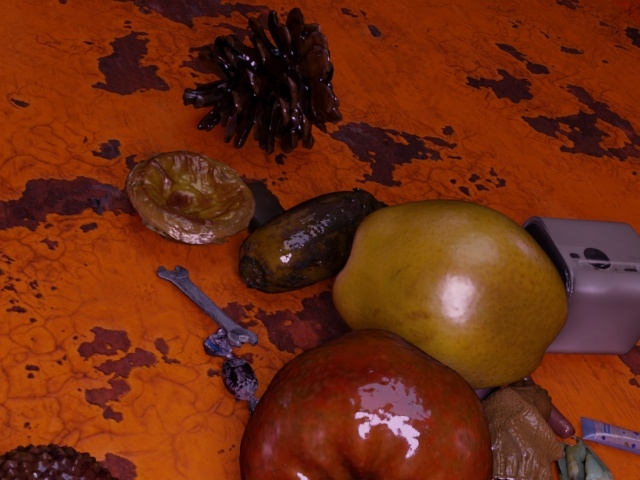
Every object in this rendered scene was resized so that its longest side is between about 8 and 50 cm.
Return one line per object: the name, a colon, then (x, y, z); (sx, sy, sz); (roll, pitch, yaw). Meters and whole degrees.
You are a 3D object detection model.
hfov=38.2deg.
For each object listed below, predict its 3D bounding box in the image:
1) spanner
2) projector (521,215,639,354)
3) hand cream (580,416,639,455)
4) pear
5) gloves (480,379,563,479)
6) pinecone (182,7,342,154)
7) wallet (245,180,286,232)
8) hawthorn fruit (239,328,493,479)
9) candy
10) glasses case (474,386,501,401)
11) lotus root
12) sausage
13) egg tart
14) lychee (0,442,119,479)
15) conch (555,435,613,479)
spanner: (-0.226, 0.125, 1.818); (0.071, 0.017, 0.302); (-7, 33, -42)
projector: (0.568, 0.101, 2.044); (0.249, 0.248, 0.248); (3, 40, -20)
hand cream: (0.609, 0.402, 1.869); (0.170, 0.043, 0.065); (15, 33, 1)
pear: (0.238, 0.096, 1.700); (0.418, 0.362, 0.362); (20, 37, 12)
gloves: (0.327, 0.366, 1.656); (0.155, 0.203, 0.356); (33, 23, 3)
pinecone: (-0.152, -0.374, 2.248); (0.384, 0.384, 0.384); (12, 39, -10)
wallet: (-0.133, -0.062, 2.117); (0.110, 0.031, 0.198); (-12, 47, -34)
hawthorn fruit: (0.085, 0.322, 1.487); (0.403, 0.403, 0.403); (12, 39, -10)
candy: (-0.148, 0.245, 1.725); (0.094, 0.051, 0.226); (-3, 43, -30)
glasses case: (0.256, 0.299, 1.787); (0.122, 0.075, 0.314); (6, 26, 39)
lotus root: (0.000, 0.000, 1.971); (0.397, 0.179, 0.196); (-26, 18, -37)
sausage: (0.449, 0.329, 1.879); (0.043, 0.043, 0.186); (-7, 41, -29)
egg tart: (-0.285, -0.077, 2.006); (0.295, 0.116, 0.295); (14, 39, -11)
lychee: (-0.380, 0.401, 1.278); (0.267, 0.267, 0.267); (12, 39, -10)
conch: (0.488, 0.431, 1.761); (0.105, 0.079, 0.170); (15, 23, -16)
